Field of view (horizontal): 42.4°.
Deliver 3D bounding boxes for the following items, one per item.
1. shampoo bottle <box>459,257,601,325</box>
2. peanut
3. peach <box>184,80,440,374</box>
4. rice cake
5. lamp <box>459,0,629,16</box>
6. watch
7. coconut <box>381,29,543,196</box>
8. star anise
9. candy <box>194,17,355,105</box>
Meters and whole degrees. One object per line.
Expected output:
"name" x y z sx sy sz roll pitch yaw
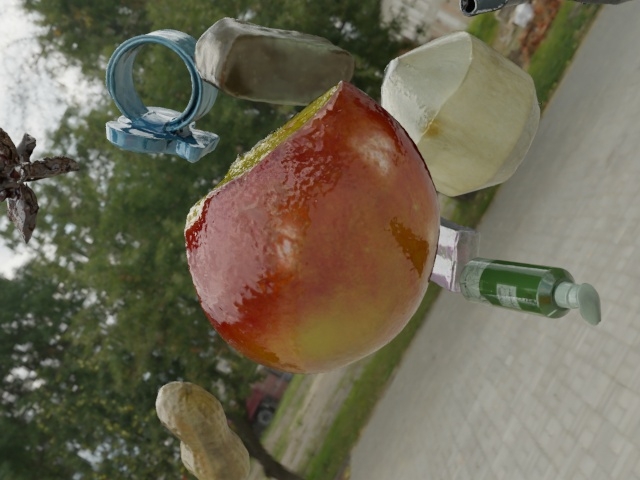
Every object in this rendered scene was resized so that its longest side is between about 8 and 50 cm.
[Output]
"shampoo bottle" 0.251 0.060 0.991 0.065 0.065 0.204 -61 24 -10
"peanut" -0.166 0.274 1.162 0.089 0.193 0.089 -21 21 8
"peach" 0.000 0.000 1.079 0.242 0.306 0.380 -64 -36 -57
"rice cake" 0.196 0.010 1.398 0.298 0.050 0.106 -140 53 -74
"lamp" 0.384 -0.480 1.192 0.205 0.374 0.272 -21 -68 -36
"watch" -0.257 -0.250 1.389 0.211 0.211 0.193 -60 -16 -68
"coconut" 0.250 -0.245 1.583 0.323 0.323 0.323 -62 -1 -1
"star anise" -0.361 -0.093 1.025 0.144 0.158 0.140 -18 47 40
"candy" -0.064 -0.262 1.236 0.104 0.234 0.102 44 123 48
